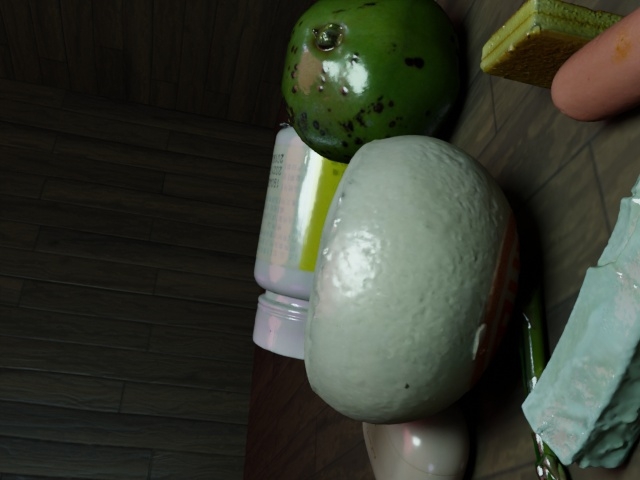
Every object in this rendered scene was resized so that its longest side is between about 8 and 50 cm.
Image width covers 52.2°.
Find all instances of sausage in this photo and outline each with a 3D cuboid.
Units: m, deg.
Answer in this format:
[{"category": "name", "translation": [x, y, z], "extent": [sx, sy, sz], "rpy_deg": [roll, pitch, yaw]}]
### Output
[{"category": "sausage", "translation": [0.229, -0.131, 0.471], "extent": [0.154, 0.062, 0.062], "rpy_deg": [148, 130, -75]}]

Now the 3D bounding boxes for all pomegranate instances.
[{"category": "pomegranate", "translation": [0.079, -0.218, 0.901], "extent": [0.254, 0.270, 0.255], "rpy_deg": [-16, 64, 38]}]

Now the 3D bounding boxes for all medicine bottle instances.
[{"category": "medicine bottle", "translation": [0.000, 0.000, 1.132], "extent": [0.213, 0.213, 0.379], "rpy_deg": [-149, 68, -78]}]

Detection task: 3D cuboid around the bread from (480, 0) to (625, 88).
[{"category": "bread", "translation": [0.201, -0.165, 0.562], "extent": [0.090, 0.094, 0.035], "rpy_deg": [143, 134, -71]}]

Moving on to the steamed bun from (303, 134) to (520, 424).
[{"category": "steamed bun", "translation": [0.100, 0.043, 0.639], "extent": [0.283, 0.177, 0.283], "rpy_deg": [13, -90, -76]}]

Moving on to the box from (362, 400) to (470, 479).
[{"category": "box", "translation": [0.105, 0.217, 0.754], "extent": [0.200, 0.088, 0.146], "rpy_deg": [-111, 30, -66]}]

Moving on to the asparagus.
[{"category": "asparagus", "translation": [0.189, 0.141, 0.554], "extent": [0.034, 0.027, 0.236], "rpy_deg": [97, 176, -59]}]

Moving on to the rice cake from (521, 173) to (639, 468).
[{"category": "rice cake", "translation": [0.222, 0.000, 0.416], "extent": [0.066, 0.062, 0.337], "rpy_deg": [-122, 43, -59]}]
